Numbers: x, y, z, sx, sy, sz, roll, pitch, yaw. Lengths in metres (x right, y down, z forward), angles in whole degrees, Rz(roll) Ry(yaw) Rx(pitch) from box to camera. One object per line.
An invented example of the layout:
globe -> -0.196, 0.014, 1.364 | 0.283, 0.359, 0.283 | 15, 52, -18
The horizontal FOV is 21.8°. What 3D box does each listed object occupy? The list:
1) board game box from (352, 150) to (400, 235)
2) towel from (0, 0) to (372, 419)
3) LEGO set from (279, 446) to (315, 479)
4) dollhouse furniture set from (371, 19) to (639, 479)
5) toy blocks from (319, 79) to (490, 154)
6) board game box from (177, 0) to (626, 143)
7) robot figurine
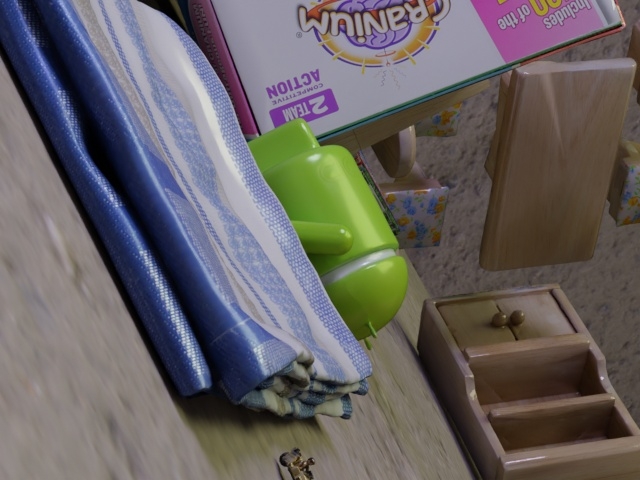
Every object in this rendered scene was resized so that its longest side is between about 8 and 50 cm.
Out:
board game box -> -0.009, -0.083, 1.316 | 0.194, 0.060, 0.194 | 58, 6, -42
towel -> -0.051, -0.028, 0.622 | 0.209, 0.034, 0.285 | 62, 4, 9
LEGO set -> 0.014, 0.105, 0.593 | 0.054, 0.023, 0.083 | 65, 5, 37
dollhouse furniture set -> 0.223, 0.022, 1.574 | 0.256, 0.362, 0.394 | -116, -155, -49
toy blocks -> 0.032, -0.228, 1.086 | 0.381, 0.261, 0.191 | 65, -7, -16
board game box -> 0.012, -0.229, 0.968 | 0.317, 0.242, 0.064 | 70, -16, -4
robot figurine -> 0.000, 0.000, 0.814 | 0.115, 0.067, 0.101 | 63, -4, 10
